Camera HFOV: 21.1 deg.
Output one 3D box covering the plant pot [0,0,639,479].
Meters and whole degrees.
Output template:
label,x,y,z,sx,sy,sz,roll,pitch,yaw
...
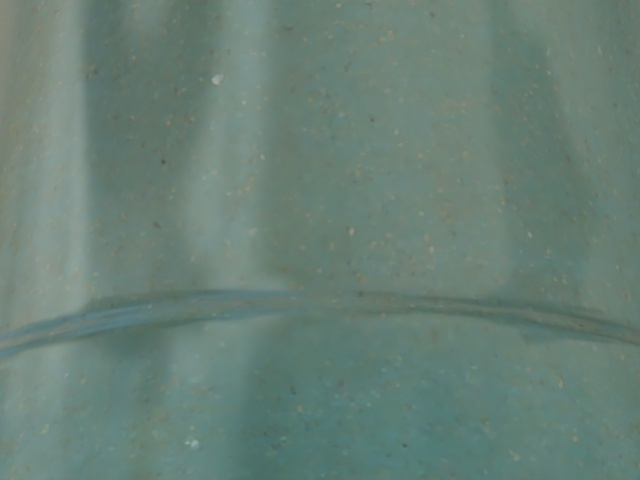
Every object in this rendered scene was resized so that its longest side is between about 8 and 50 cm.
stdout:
label,x,y,z,sx,sy,sz,roll,pitch,yaw
plant pot,0.000,0.000,0.643,0.341,0.334,0.341,-1,158,0
